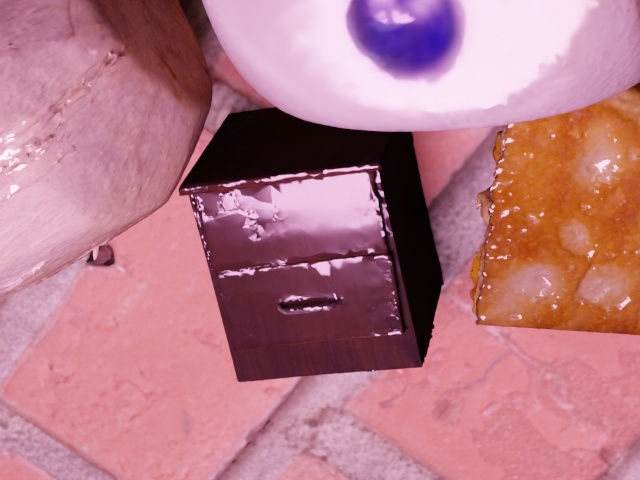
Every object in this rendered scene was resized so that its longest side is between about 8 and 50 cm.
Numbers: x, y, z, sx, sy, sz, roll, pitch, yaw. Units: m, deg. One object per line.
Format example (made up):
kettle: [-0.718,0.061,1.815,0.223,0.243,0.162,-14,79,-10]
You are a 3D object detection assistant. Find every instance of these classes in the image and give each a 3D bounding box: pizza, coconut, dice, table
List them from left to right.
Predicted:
coconut: [-0.291,-0.112,1.179,0.360,0.346,0.346,-29,108,15]
table: [0.000,0.000,1.268,0.169,0.172,0.193,-6,115,15]
dice: [0.082,-0.260,1.039,0.304,0.277,0.304,-2,116,21]
pizza: [0.266,-0.038,1.235,0.268,0.087,0.257,6,124,-2]
